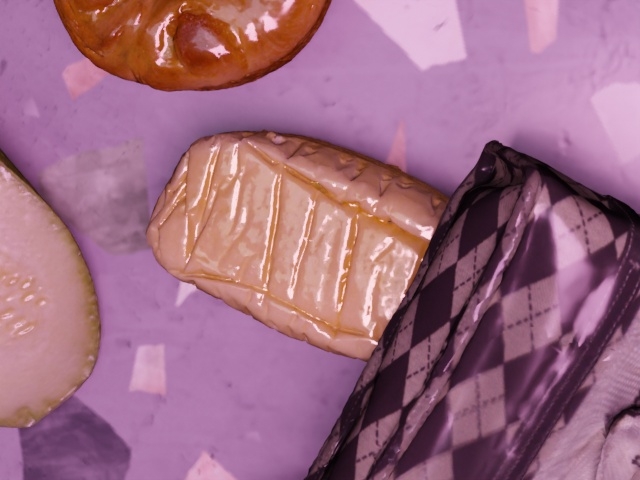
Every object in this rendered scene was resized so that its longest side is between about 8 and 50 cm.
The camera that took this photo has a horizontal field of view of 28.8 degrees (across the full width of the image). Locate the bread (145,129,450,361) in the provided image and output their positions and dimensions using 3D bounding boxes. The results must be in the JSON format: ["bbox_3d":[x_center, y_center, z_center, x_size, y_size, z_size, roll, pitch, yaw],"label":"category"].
[{"bbox_3d":[0.000,0.000,0.912,0.236,0.106,0.140,23,102,10],"label":"bread"}]

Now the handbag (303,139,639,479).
[{"bbox_3d":[0.220,0.169,0.794,0.416,0.180,0.317,27,96,-7],"label":"handbag"}]

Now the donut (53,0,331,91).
[{"bbox_3d":[-0.093,-0.214,0.906,0.226,0.114,0.226,1,97,13],"label":"donut"}]

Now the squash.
[{"bbox_3d":[-0.291,0.016,0.944,0.189,0.189,0.260,-42,81,14],"label":"squash"}]
